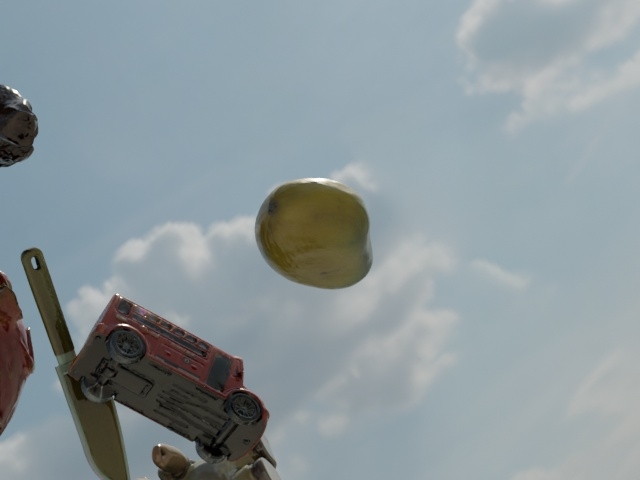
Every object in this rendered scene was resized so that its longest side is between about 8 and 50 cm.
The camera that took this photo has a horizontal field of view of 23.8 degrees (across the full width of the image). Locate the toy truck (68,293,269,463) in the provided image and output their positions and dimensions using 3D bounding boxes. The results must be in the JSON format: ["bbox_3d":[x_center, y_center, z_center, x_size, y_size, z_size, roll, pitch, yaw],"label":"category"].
[{"bbox_3d":[-0.184,0.177,1.941,0.107,0.253,0.114,-53,13,39],"label":"toy truck"}]

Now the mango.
[{"bbox_3d":[-0.007,0.000,1.821,0.137,0.091,0.237,-7,-28,1],"label":"mango"}]

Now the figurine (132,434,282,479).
[{"bbox_3d":[-0.224,0.394,2.093,0.380,0.248,0.203,-33,-41,10],"label":"figurine"}]

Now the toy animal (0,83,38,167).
[{"bbox_3d":[-0.427,-0.152,1.883,0.116,0.179,0.218,-31,-49,-22],"label":"toy animal"}]

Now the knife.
[{"bbox_3d":[-0.307,0.168,1.956,0.061,0.343,0.027,-20,7,-28],"label":"knife"}]

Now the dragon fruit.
[{"bbox_3d":[-0.503,0.178,2.024,0.315,0.250,0.250,-51,-12,-33],"label":"dragon fruit"}]
